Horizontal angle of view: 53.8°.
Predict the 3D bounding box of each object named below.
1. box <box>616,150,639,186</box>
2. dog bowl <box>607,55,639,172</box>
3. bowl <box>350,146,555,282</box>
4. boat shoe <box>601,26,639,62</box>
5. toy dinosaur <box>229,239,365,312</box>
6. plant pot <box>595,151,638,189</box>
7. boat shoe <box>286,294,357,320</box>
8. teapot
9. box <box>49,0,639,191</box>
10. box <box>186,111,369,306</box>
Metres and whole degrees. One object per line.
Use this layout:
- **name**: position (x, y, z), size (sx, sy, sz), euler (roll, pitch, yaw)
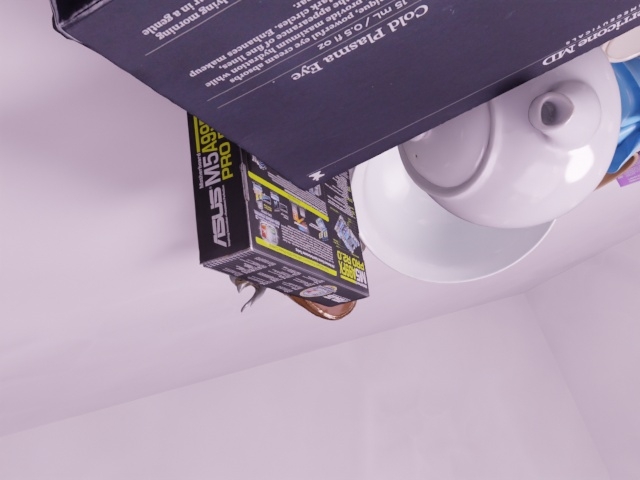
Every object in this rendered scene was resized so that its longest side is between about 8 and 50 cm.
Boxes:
- **box**: position (0.779, -0.207, 1.311), size (0.201, 0.057, 0.293), euler (-28, 178, -13)
- **dog bowl**: position (0.424, -0.209, 0.914), size (0.074, 0.166, 0.297), euler (-34, 162, 2)
- **bowl**: position (0.190, -0.093, 0.926), size (0.298, 0.298, 0.134), euler (-26, -154, 18)
- **boat shoe**: position (0.338, -0.306, 0.550), size (0.112, 0.095, 0.335), euler (-9, 153, -25)
- **toy dinosaur**: position (0.000, 0.000, 1.049), size (0.314, 0.160, 0.121), euler (-20, 163, 2)
- **plant pot**: position (0.467, -0.149, 1.210), size (0.237, 0.109, 0.237), euler (-19, 162, -6)
- **boat shoe**: position (-0.023, 0.024, 0.908), size (0.111, 0.104, 0.307), euler (-40, 126, -7)
- **teapot**: position (0.164, -0.125, 0.674), size (0.187, 0.252, 0.256), euler (-8, 144, -28)
- **box**: position (0.047, -0.215, 0.419), size (0.343, 0.179, 0.312), euler (-25, 161, 14)
- **box**: position (-0.039, -0.053, 0.700), size (0.060, 0.216, 0.270), euler (-17, 160, 23)
